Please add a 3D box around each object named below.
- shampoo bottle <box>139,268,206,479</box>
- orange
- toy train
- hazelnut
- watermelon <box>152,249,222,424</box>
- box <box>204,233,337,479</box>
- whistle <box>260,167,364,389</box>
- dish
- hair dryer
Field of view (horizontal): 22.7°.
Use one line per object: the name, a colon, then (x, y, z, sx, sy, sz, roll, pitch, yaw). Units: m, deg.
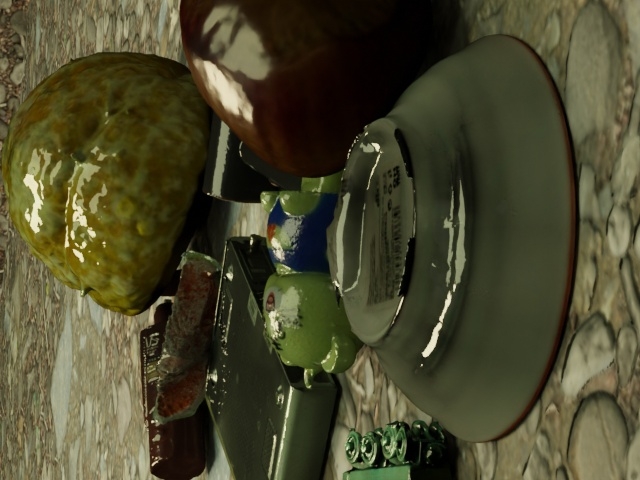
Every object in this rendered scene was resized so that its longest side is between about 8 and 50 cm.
shampoo bottle: (-0.160, 0.141, 1.731, 0.067, 0.068, 0.236, 73, -172, -57)
orange: (-0.247, -0.077, 1.776, 0.368, 0.210, 0.271, -128, 52, -64)
toy train: (0.053, 0.161, 1.103, 0.148, 0.038, 0.071, 151, 117, -69)
hazelnut: (-0.010, -0.136, 1.116, 0.204, 0.178, 0.178, -104, 24, -45)
watermelon: (-0.128, 0.111, 1.589, 0.139, 0.071, 0.187, -71, -7, -76)
box: (-0.052, 0.133, 1.423, 0.270, 0.045, 0.211, -117, 32, -57)
whistle: (0.000, 0.000, 1.214, 0.105, 0.085, 0.227, 3, 90, 63)
dish: (0.066, -0.004, 1.009, 0.260, 0.085, 0.260, -177, 90, -73)
hair dryer: (-0.030, -0.081, 1.384, 0.255, 0.070, 0.128, -149, 64, -62)
